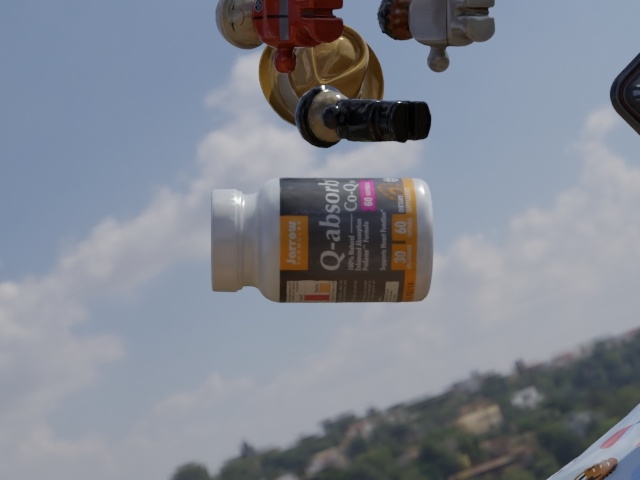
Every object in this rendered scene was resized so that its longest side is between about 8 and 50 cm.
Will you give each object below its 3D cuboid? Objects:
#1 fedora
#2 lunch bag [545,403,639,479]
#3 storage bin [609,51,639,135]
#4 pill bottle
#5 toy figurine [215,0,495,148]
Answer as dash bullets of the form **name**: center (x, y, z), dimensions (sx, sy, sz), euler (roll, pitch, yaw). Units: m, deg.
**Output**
- **fedora**: center (0.010, -0.236, 2.231), dimensions (0.194, 0.194, 0.079), euler (-16, -22, -25)
- **lunch bag**: center (0.325, 0.297, 1.365), dimensions (0.328, 0.239, 0.385), euler (-38, 8, -20)
- **storage bin**: center (0.298, -0.097, 1.216), dimensions (0.098, 0.135, 0.091), euler (-46, 5, 2)
- **pill bottle**: center (0.000, 0.000, 2.090), dimensions (0.278, 0.162, 0.162), euler (0, -9, -3)
- **toy figurine**: center (0.033, -0.205, 1.491), dimensions (0.148, 0.213, 0.209), euler (7, 57, 50)
